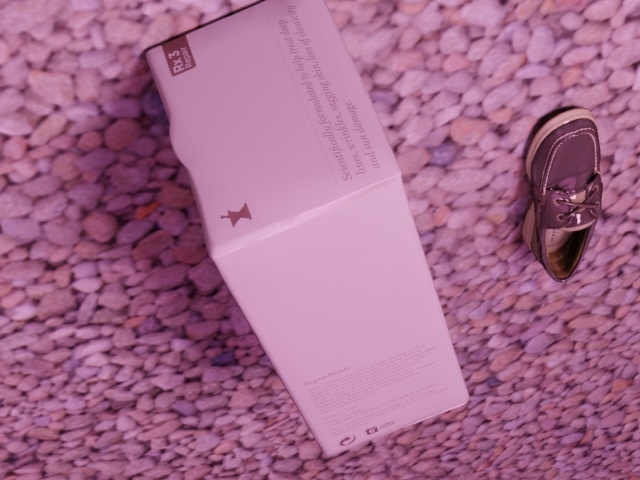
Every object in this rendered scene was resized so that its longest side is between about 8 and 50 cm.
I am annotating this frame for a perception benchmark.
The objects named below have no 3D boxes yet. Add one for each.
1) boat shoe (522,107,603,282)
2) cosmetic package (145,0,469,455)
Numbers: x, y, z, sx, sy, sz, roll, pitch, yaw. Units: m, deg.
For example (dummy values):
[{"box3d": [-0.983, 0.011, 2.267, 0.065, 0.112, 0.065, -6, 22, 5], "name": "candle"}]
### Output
[{"box3d": [0.251, -0.040, 1.300, 0.080, 0.073, 0.223, -16, 145, -9], "name": "boat shoe"}, {"box3d": [0.000, 0.000, 1.098, 0.156, 0.217, 0.385, -21, 148, 0], "name": "cosmetic package"}]
